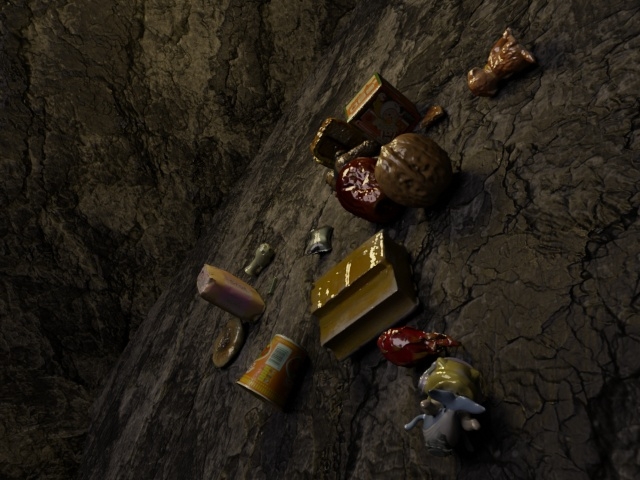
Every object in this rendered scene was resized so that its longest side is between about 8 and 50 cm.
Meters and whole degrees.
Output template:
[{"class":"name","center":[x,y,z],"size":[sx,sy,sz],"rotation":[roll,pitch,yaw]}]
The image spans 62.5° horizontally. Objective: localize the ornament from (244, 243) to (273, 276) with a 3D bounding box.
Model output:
[{"class":"ornament","center":[-0.259,0.084,2.288],"size":[0.156,0.081,0.075],"rotation":[-51,-13,16]}]

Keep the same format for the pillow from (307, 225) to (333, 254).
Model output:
[{"class":"pillow","center":[-0.001,-0.001,1.901],"size":[0.091,0.055,0.135],"rotation":[-37,32,35]}]

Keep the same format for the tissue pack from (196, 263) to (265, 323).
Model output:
[{"class":"tissue pack","center":[-0.362,0.212,2.088],"size":[0.123,0.257,0.215],"rotation":[-59,23,3]}]

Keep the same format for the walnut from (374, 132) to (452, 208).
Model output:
[{"class":"walnut","center":[0.252,-0.193,1.452],"size":[0.213,0.213,0.213],"rotation":[-44,27,29]}]

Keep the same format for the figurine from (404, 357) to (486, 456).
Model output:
[{"class":"figurine","center":[0.233,0.296,0.953],"size":[0.208,0.128,0.184],"rotation":[85,-156,-64]}]

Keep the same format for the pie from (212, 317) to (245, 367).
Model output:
[{"class":"pie","center":[-0.364,0.416,2.097],"size":[0.218,0.052,0.185],"rotation":[-53,29,15]}]

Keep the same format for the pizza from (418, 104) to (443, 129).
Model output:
[{"class":"pizza","center":[0.372,-0.411,1.727],"size":[0.100,0.029,0.099],"rotation":[-30,27,43]}]

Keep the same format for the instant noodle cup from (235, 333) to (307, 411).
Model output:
[{"class":"instant noodle cup","center":[-0.133,0.385,1.567],"size":[0.185,0.168,0.168],"rotation":[-57,22,-22]}]

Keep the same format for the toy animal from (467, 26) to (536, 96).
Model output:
[{"class":"toy animal","center":[0.494,-0.465,1.456],"size":[0.185,0.104,0.184],"rotation":[-40,27,27]}]

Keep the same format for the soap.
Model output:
[{"class":"soap","center":[0.114,0.146,1.400],"size":[0.281,0.143,0.259],"rotation":[-40,31,24]}]

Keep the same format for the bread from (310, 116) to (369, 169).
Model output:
[{"class":"bread","center":[0.084,-0.346,1.964],"size":[0.181,0.222,0.096],"rotation":[-63,17,13]}]

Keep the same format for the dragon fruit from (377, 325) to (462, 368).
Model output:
[{"class":"dragon fruit","center":[0.217,0.235,1.148],"size":[0.190,0.094,0.094],"rotation":[-4,53,34]}]

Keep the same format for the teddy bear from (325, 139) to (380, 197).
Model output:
[{"class":"teddy bear","center":[0.107,-0.254,1.856],"size":[0.251,0.129,0.182],"rotation":[-39,58,36]}]

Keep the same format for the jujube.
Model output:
[{"class":"jujube","center":[0.152,-0.153,1.652],"size":[0.190,0.190,0.255],"rotation":[-52,31,11]}]

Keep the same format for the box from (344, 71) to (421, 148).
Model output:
[{"class":"box","center":[0.216,-0.448,1.859],"size":[0.177,0.195,0.148],"rotation":[-46,26,24]}]

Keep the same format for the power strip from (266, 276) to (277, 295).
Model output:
[{"class":"power strip","center":[-0.191,0.180,2.096],"size":[0.027,0.017,0.083],"rotation":[-27,39,47]}]
